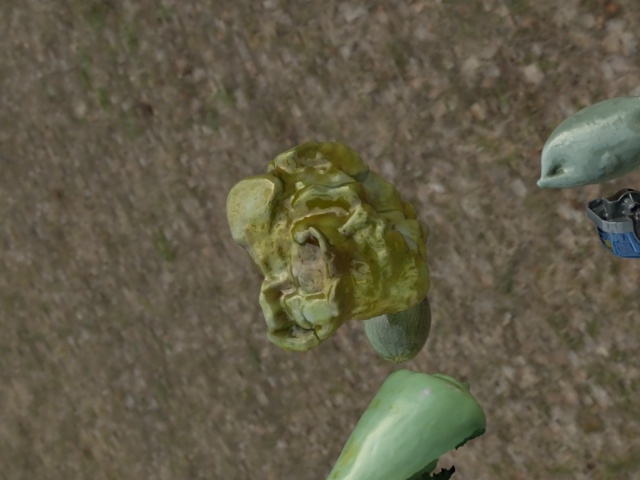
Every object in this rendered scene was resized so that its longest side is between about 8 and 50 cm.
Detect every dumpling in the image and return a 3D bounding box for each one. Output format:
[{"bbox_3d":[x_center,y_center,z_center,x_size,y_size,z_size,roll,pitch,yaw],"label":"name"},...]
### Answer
[{"bbox_3d":[0.393,-0.123,1.639,0.105,0.216,0.149,61,-179,37],"label":"dumpling"}]

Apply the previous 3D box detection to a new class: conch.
[{"bbox_3d":[0.099,0.267,1.451,0.137,0.251,0.143,33,170,6],"label":"conch"}]

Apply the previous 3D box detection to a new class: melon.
[{"bbox_3d":[0.152,0.149,2.356,0.139,0.139,0.192,120,155,-57],"label":"melon"}]

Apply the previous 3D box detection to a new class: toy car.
[{"bbox_3d":[0.398,-0.013,1.314,0.097,0.191,0.100,-108,9,-72],"label":"toy car"}]

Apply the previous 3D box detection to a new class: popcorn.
[{"bbox_3d":[0.009,0.002,2.053,0.292,0.293,0.334,-39,58,31],"label":"popcorn"}]
